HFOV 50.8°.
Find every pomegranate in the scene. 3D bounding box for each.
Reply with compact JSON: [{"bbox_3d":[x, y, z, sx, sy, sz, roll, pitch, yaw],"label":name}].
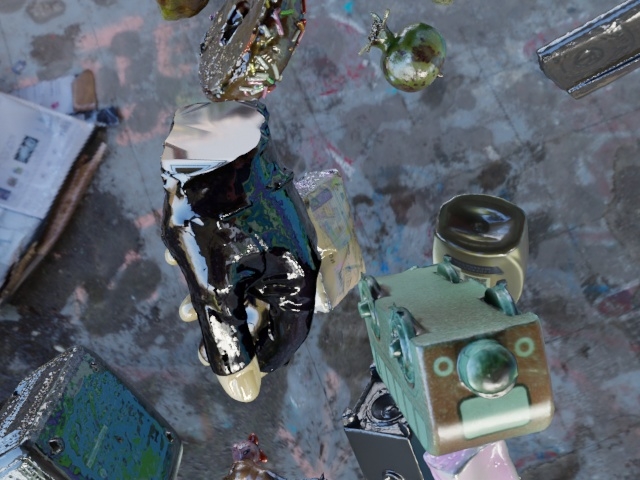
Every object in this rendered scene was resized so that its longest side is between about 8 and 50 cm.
[{"bbox_3d":[0.172,-0.377,1.361,0.169,0.148,0.148,17,67,-30],"label":"pomegranate"}]

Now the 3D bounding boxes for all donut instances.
[{"bbox_3d":[-0.117,-0.348,1.152,0.103,0.270,0.269,21,67,-32],"label":"donut"}]

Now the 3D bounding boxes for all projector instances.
[{"bbox_3d":[-0.540,0.504,1.547,0.242,0.395,0.405,-33,111,15],"label":"projector"}]

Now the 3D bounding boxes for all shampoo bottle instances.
[{"bbox_3d":[0.227,0.049,0.960,0.126,0.350,0.084,12,70,19],"label":"shampoo bottle"}]

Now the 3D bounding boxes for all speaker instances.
[{"bbox_3d":[0.196,0.454,1.637,0.184,0.253,0.232,-2,34,33],"label":"speaker"}]

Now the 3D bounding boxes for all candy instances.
[{"bbox_3d":[0.341,0.516,1.465,0.156,0.265,0.116,-36,33,-13],"label":"candy"}]

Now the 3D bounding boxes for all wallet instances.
[{"bbox_3d":[0.465,-0.294,0.903,0.321,0.170,0.044,-26,66,32],"label":"wallet"}]

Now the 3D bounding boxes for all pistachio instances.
[{"bbox_3d":[-0.159,-0.305,0.827,0.049,0.173,0.089,42,110,-8],"label":"pistachio"}]

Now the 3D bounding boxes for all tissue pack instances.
[{"bbox_3d":[0.000,0.000,1.425,0.123,0.215,0.256,-3,112,28],"label":"tissue pack"}]

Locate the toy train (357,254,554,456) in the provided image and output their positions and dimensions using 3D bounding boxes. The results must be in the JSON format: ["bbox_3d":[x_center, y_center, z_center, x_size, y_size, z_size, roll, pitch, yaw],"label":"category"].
[{"bbox_3d":[0.124,0.111,0.696,0.129,0.326,0.159,-15,99,-5],"label":"toy train"}]

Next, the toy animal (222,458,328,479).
[{"bbox_3d":[-0.107,0.570,1.562,0.224,0.229,0.066,33,30,7],"label":"toy animal"}]

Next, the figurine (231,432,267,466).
[{"bbox_3d":[-0.177,0.524,1.644,0.071,0.067,0.083,-21,62,-39],"label":"figurine"}]

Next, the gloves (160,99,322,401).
[{"bbox_3d":[-0.076,0.028,0.631,0.153,0.301,0.197,7,40,-7],"label":"gloves"}]

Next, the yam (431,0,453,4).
[{"bbox_3d":[0.253,-0.546,1.389,0.078,0.179,0.078,0,89,9],"label":"yam"}]
